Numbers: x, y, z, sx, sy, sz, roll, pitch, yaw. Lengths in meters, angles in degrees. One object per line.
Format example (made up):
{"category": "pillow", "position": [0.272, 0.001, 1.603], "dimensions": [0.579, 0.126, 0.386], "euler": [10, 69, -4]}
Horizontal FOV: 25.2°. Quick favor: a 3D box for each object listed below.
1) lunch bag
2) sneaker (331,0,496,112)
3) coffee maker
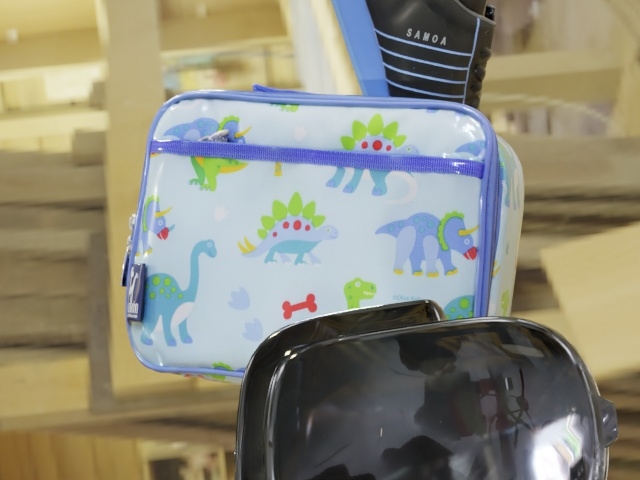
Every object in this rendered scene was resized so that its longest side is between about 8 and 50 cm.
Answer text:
{"category": "lunch bag", "position": [0.000, 0.000, 0.813], "dimensions": [0.090, 0.219, 0.176], "euler": [22, -104, -69]}
{"category": "sneaker", "position": [0.073, -0.104, 0.891], "dimensions": [0.081, 0.090, 0.232], "euler": [-80, -29, -62]}
{"category": "coffee maker", "position": [0.029, 0.114, 0.524], "dimensions": [0.120, 0.171, 0.178], "euler": [60, 179, 35]}
